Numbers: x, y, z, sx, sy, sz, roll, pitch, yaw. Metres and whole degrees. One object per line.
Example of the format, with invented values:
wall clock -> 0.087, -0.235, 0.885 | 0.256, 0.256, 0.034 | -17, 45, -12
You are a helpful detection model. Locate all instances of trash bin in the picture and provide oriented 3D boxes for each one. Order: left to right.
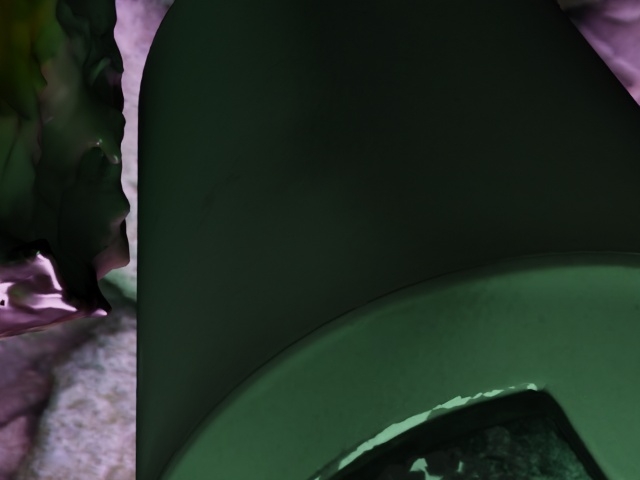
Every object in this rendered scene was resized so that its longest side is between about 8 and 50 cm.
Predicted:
trash bin -> 0.051, 0.046, 0.678 | 0.280, 0.432, 0.280 | -4, 123, -7

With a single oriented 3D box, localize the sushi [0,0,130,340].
sushi -> -0.254, -0.095, 0.726 | 0.294, 0.300, 0.281 | -8, 156, 17
